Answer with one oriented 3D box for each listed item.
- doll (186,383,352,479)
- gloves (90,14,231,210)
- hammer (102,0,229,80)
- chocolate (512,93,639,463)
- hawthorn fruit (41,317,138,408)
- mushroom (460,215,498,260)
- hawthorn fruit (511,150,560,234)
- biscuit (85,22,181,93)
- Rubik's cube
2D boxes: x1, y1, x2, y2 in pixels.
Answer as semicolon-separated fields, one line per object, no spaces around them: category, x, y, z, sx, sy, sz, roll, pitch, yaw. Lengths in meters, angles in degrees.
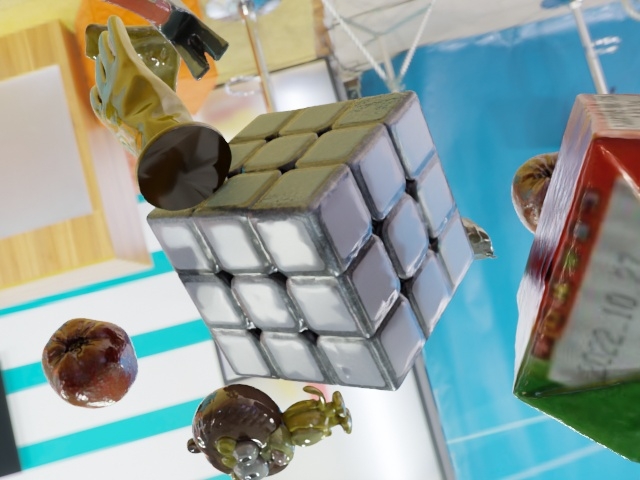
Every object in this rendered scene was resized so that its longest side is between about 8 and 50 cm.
doll;-0.064;0.215;0.902;0.188;0.096;0.145;-30;130;24
gloves;-0.225;-0.173;0.982;0.116;0.294;0.133;2;127;-40
hammer;-0.120;-0.138;0.409;0.033;0.111;0.288;-47;180;10
chocolate;0.339;0.007;0.906;0.161;0.341;0.360;14;-160;10
hawthorn fruit;-0.334;0.182;1.153;0.132;0.133;0.138;-15;140;2
mushroom;0.175;0.007;1.446;0.351;0.109;0.097;-2;-164;-29
hawthorn fruit;0.440;-0.076;1.445;0.173;0.173;0.173;-15;173;-2
biscuit;-0.322;-0.290;1.358;0.174;0.039;0.183;-13;130;-31
Rubik's cube;0.000;0.000;1.112;0.305;0.304;0.301;-4;-147;38
